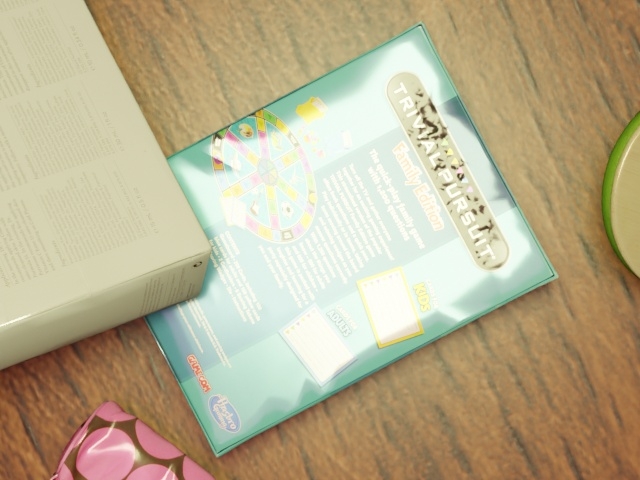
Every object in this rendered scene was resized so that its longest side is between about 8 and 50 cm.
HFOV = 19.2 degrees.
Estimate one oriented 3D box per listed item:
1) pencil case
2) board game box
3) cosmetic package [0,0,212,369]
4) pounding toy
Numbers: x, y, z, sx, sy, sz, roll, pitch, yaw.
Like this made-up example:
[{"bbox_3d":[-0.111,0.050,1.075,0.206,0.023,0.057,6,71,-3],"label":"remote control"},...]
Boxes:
[{"bbox_3d":[-0.136,0.239,1.656,0.209,0.095,0.098,36,54,4],"label":"pencil case"},{"bbox_3d":[0.000,0.000,1.665,0.336,0.079,0.253,-28,88,0],"label":"board game box"},{"bbox_3d":[-0.300,-0.079,1.566,0.284,0.097,0.377,-19,68,-22],"label":"cosmetic package"},{"bbox_3d":[0.316,-0.034,1.663,0.183,0.110,0.237,-41,117,-11],"label":"pounding toy"}]
